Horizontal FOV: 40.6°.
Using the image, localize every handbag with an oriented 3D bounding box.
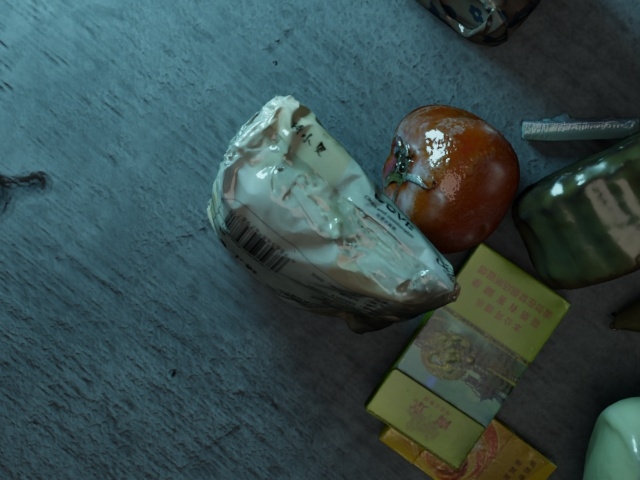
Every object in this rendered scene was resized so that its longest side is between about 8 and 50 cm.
[{"bbox_3d":[0.216,-0.409,1.250,0.251,0.193,0.190,36,99,-3],"label":"handbag"}]

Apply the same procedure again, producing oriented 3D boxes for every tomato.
[{"bbox_3d":[0.198,-0.090,1.310,0.188,0.232,0.232,5,103,-15],"label":"tomato"}]

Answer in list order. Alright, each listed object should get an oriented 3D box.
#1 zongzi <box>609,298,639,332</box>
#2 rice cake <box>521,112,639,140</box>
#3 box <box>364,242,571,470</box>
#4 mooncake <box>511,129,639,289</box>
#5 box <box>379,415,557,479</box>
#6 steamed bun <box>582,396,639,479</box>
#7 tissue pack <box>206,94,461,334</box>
[{"bbox_3d":[0.747,0.162,1.345,0.418,0.181,0.447,-38,99,27],"label":"zongzi"},{"bbox_3d":[0.408,-0.179,1.362,0.180,0.030,0.042,0,107,6],"label":"rice cake"},{"bbox_3d":[0.240,0.189,1.424,0.187,0.047,0.335,34,94,-2],"label":"box"},{"bbox_3d":[0.425,-0.053,1.262,0.290,0.290,0.161,-29,90,11],"label":"mooncake"},{"bbox_3d":[0.251,0.359,1.485,0.269,0.043,0.152,38,98,-2],"label":"box"},{"bbox_3d":[0.593,0.448,1.351,0.371,0.290,0.456,0,104,0],"label":"steamed bun"},{"bbox_3d":[0.000,0.000,1.288,0.375,0.390,0.195,43,71,-3],"label":"tissue pack"}]
